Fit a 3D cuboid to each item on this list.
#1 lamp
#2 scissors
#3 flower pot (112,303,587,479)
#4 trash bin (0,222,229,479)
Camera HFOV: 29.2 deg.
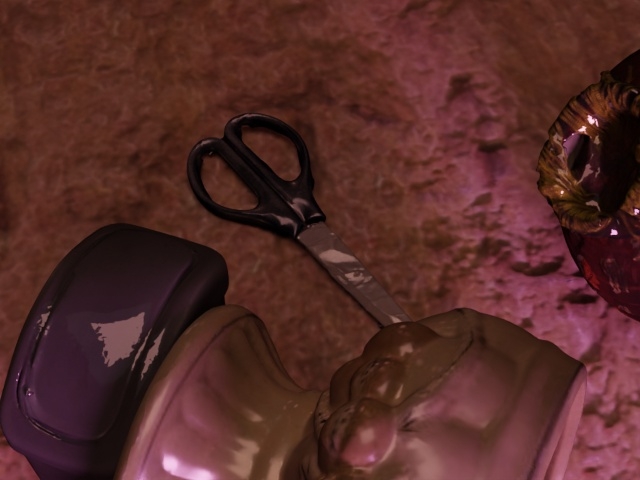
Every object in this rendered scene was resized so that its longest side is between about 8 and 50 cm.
[{"bbox_3d":[0.285,-0.047,0.949,0.247,0.247,0.247,0,57,1],"label":"lamp"},{"bbox_3d":[0.000,0.000,1.048,0.109,0.022,0.300,-36,65,-16],"label":"scissors"},{"bbox_3d":[0.012,0.174,0.770,0.244,0.307,0.307,16,59,16],"label":"flower pot"},{"bbox_3d":[-0.130,0.103,0.856,0.101,0.236,0.177,15,59,11],"label":"trash bin"}]
